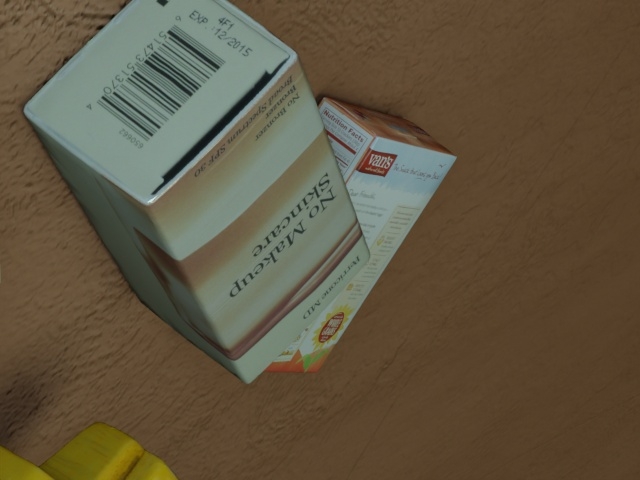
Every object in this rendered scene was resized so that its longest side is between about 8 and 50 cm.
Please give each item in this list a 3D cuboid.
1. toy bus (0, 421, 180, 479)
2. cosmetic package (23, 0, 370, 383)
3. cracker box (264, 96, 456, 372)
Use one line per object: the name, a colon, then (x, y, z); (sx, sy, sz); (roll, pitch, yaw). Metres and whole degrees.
toy bus: (-0.249, 0.261, 1.420); (0.332, 0.108, 0.130); (-49, 126, -18)
cosmetic package: (-0.078, -0.037, 1.424); (0.153, 0.129, 0.296); (-47, 154, -12)
cracker box: (0.000, 0.000, 1.668); (0.232, 0.067, 0.156); (-57, 154, 12)
